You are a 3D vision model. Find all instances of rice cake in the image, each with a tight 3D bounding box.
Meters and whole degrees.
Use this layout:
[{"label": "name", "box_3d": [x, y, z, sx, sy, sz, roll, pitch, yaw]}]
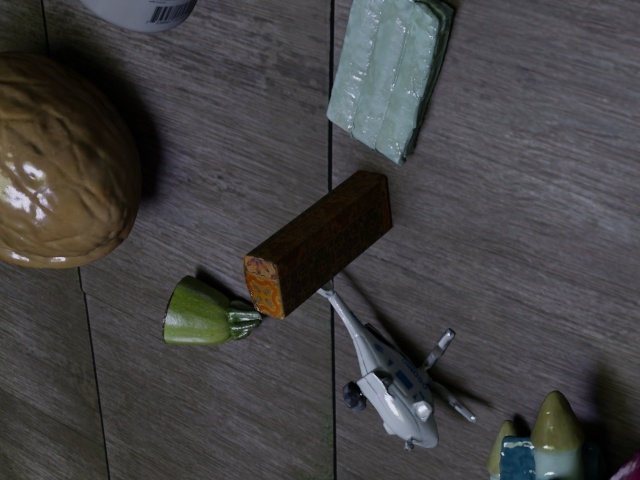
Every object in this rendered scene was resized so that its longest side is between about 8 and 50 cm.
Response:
[{"label": "rice cake", "box_3d": [0.070, -0.188, 1.256, 0.124, 0.038, 0.211, 36, 136, 16]}]

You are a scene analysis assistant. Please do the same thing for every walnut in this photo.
[{"label": "walnut", "box_3d": [-0.385, -0.102, 1.552, 0.313, 0.252, 0.277, 43, 138, -6]}]

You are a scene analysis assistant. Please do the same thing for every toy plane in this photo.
[{"label": "toy plane", "box_3d": [0.070, 0.137, 1.437, 0.182, 0.107, 0.273, -15, 103, 40]}]

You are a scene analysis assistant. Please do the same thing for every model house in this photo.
[{"label": "model house", "box_3d": [0.234, 0.316, 1.321, 0.194, 0.267, 0.324, 4, 109, 24]}]

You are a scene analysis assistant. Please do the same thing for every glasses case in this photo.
[{"label": "glasses case", "box_3d": [0.000, 0.000, 1.313, 0.049, 0.218, 0.075, 15, 127, 34]}]

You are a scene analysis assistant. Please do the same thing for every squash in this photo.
[{"label": "squash", "box_3d": [-0.144, 0.113, 1.630, 0.132, 0.105, 0.105, 14, 129, 11]}]

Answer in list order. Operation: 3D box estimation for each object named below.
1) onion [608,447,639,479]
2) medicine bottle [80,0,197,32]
[{"label": "onion", "box_3d": [0.399, 0.378, 1.091, 0.398, 0.420, 0.398, 33, 142, 30]}, {"label": "medicine bottle", "box_3d": [-0.166, -0.373, 1.243, 0.157, 0.157, 0.288, 45, 137, 7]}]
